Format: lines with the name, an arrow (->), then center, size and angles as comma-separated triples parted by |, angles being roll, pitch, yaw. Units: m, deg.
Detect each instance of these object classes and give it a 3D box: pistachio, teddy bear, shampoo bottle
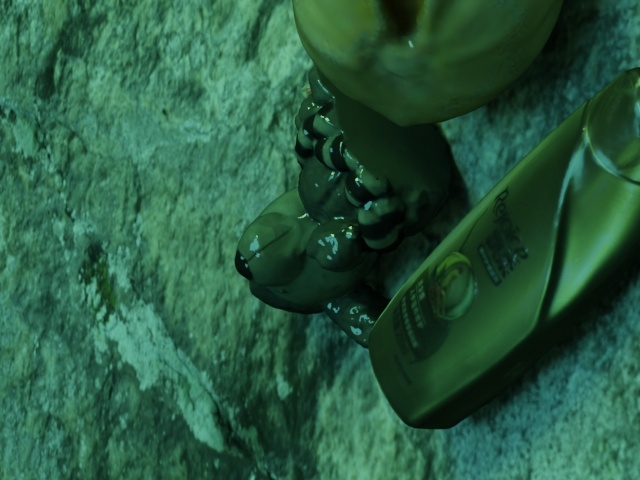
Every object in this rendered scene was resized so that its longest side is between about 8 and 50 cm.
pistachio -> 0.089, -0.241, 1.469 | 0.230, 0.230, 0.308 | 8, 89, 52
teddy bear -> 0.013, -0.002, 1.600 | 0.171, 0.144, 0.251 | 45, 125, 27
shampoo bottle -> 0.165, 0.008, 1.448 | 0.350, 0.084, 0.125 | -48, 50, 38
